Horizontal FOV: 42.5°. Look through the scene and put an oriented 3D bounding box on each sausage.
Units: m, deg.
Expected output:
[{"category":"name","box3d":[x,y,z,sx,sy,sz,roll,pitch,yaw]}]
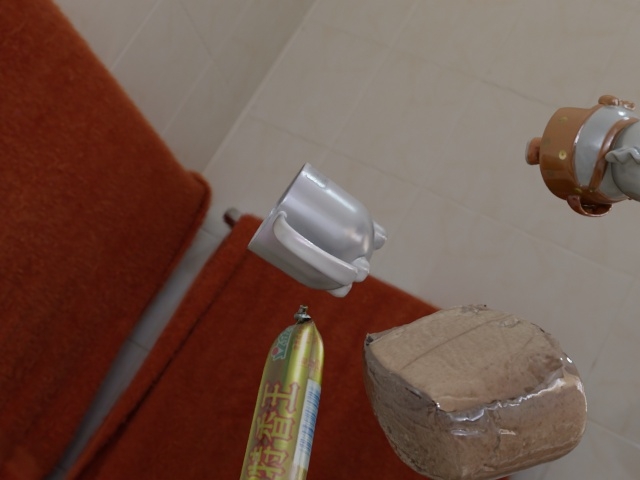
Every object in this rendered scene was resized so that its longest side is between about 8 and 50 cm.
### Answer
[{"category":"sausage","box3d":[-0.045,0.237,0.890,0.082,0.372,0.082,8,-28,4]}]

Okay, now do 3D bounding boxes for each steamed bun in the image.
[{"category":"steamed bun","box3d":[0.202,0.227,1.141,0.301,0.251,0.199,-143,-144,-65]}]

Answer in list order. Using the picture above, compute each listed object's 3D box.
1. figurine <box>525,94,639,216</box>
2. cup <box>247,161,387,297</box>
[{"category":"figurine","box3d":[0.358,-0.104,0.958,0.143,0.143,0.271,37,-26,-23]},{"category":"cup","box3d":[0.006,-0.009,1.034,0.142,0.134,0.173,35,-18,-5]}]
